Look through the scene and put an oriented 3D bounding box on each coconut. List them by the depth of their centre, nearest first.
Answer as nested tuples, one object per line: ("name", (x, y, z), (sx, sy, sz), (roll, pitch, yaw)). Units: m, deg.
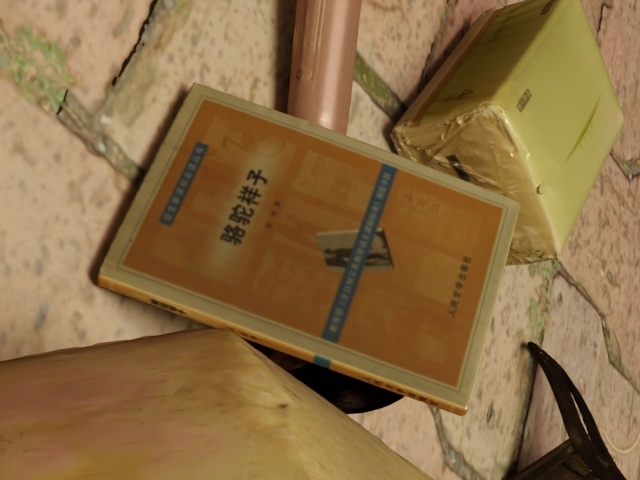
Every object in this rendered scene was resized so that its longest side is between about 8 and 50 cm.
("coconut", (-0.062, 0.203, 0.519), (0.352, 0.352, 0.352), (15, 71, -51))

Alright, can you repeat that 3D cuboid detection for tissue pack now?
("tissue pack", (0.179, -0.103, 1.043), (0.234, 0.125, 0.159), (-52, 123, -44))

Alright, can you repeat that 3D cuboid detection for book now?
("book", (0.000, -0.001, 0.738), (0.018, 0.242, 0.170), (108, 2, -56))

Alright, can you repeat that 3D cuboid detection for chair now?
("chair", (0.222, 0.204, 1.090), (0.084, 0.101, 0.212), (38, 17, -44))

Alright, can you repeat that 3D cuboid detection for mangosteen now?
("mangosteen", (0.004, 0.055, 0.792), (0.151, 0.137, 0.137), (-1, 83, -25))

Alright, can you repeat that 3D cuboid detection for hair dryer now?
("hair dryer", (0.015, -0.198, 0.893), (0.189, 0.107, 0.344), (15, 80, -53))
